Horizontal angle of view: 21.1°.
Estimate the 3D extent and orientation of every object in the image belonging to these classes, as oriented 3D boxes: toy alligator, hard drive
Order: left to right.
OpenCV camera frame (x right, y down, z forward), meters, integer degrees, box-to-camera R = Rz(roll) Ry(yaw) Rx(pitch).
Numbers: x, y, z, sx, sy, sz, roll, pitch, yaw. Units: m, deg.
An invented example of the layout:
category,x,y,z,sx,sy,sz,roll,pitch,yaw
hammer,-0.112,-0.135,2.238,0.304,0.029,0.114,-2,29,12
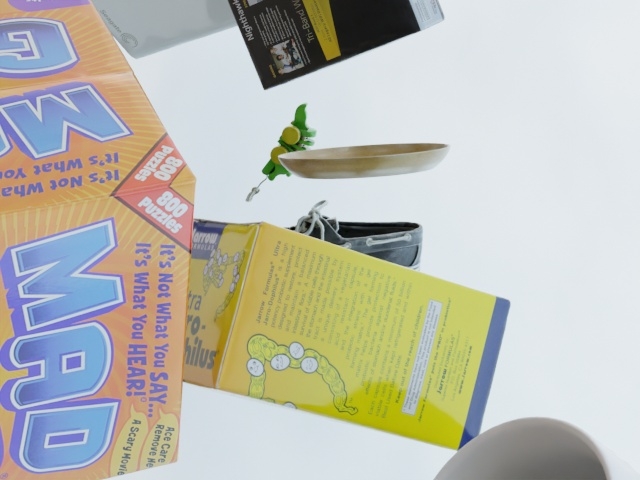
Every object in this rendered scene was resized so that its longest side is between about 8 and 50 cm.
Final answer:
category,x,y,z,sx,sy,sz,roll,pitch,yaw
hard drive,-0.201,-0.387,2.425,0.353,0.233,0.047,-12,-139,38
toy alligator,-0.052,-0.126,2.675,0.189,0.051,0.056,-60,177,21

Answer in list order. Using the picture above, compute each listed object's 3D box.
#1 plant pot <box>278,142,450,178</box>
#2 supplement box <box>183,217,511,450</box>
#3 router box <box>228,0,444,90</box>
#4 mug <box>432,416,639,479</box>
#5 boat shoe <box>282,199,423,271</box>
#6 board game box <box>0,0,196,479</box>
category,x,y,z,sx,sy,sz,roll,pitch,yaw
plant pot,0.060,-0.108,2.347,0.236,0.236,0.032,-167,-107,-65
supplement box,0.012,0.113,2.033,0.194,0.357,0.195,3,-103,61
router box,-0.014,-0.371,2.144,0.243,0.081,0.308,-17,-82,32
mug,0.322,0.405,1.879,0.276,0.328,0.374,-53,-145,-3
boat shoe,0.001,0.002,2.536,0.113,0.306,0.105,-91,-173,-67
board game box,-0.352,0.009,1.656,0.356,0.357,0.356,-123,-149,-45
